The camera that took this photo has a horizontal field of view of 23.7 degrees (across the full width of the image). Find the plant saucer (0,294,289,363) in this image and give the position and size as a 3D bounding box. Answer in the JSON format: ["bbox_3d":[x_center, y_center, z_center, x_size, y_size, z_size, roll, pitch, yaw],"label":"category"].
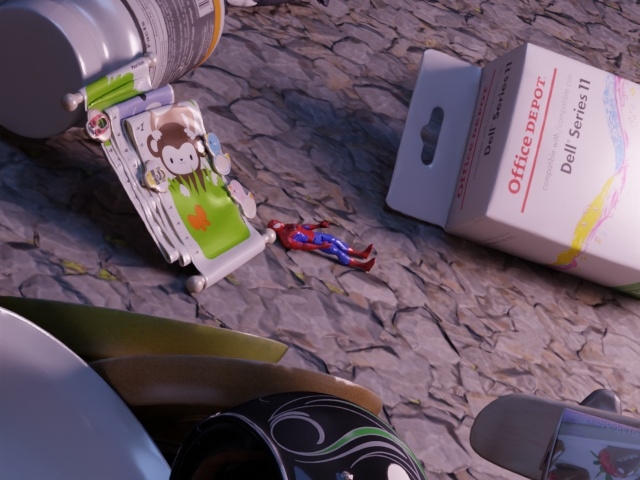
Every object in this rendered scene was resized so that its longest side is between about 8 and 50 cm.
[{"bbox_3d":[-0.146,0.082,1.193,0.241,0.037,0.241,9,-7,1],"label":"plant saucer"}]

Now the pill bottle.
[{"bbox_3d":[-0.223,-0.208,1.541,0.162,0.162,0.278,34,32,8],"label":"pill bottle"}]

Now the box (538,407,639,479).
[{"bbox_3d":[0.314,0.199,1.077,0.324,0.067,0.063,15,65,8],"label":"box"}]

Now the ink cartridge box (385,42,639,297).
[{"bbox_3d":[0.269,-0.081,1.683,0.353,0.119,0.207,17,78,-16],"label":"ink cartridge box"}]

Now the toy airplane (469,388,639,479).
[{"bbox_3d":[0.359,0.242,1.246,0.384,0.272,0.386,-22,66,-12],"label":"toy airplane"}]

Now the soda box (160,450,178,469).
[{"bbox_3d":[-0.066,0.209,1.170,0.169,0.053,0.060,14,34,-23],"label":"soda box"}]

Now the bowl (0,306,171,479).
[{"bbox_3d":[-0.209,0.193,0.964,0.298,0.134,0.298,46,18,-20],"label":"bowl"}]

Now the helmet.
[{"bbox_3d":[-0.004,0.184,1.020,0.161,0.169,0.169,11,34,-42],"label":"helmet"}]

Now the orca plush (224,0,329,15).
[{"bbox_3d":[-0.115,-0.356,1.897,0.287,0.151,0.102,-13,19,-43],"label":"orca plush"}]

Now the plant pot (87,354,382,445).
[{"bbox_3d":[-0.072,0.129,1.158,0.236,0.236,0.032,13,71,-23],"label":"plant pot"}]

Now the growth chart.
[{"bbox_3d":[-0.136,-0.066,1.443,0.237,0.021,0.172,58,36,-13],"label":"growth chart"}]

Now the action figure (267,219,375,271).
[{"bbox_3d":[0.000,0.000,1.545,0.115,0.030,0.038,15,39,-17],"label":"action figure"}]
